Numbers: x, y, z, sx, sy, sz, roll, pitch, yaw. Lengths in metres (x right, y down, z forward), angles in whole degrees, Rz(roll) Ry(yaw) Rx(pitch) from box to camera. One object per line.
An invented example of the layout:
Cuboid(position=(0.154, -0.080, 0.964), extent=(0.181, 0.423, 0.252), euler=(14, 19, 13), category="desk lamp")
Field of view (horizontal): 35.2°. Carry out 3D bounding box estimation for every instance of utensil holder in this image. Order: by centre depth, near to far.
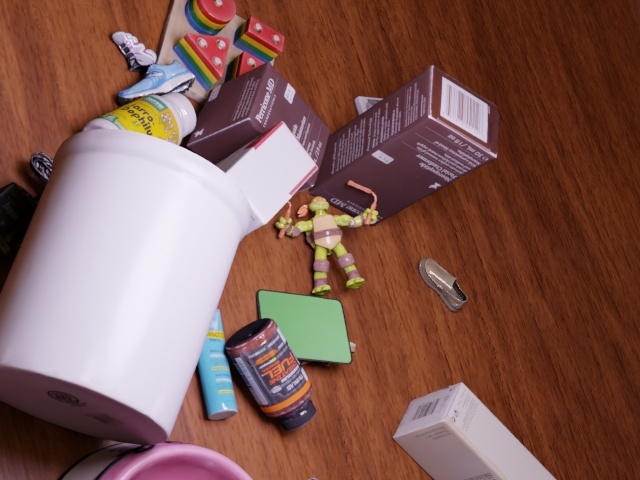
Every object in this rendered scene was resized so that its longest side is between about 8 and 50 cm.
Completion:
Cuboid(position=(-0.317, 0.077, 1.541), extent=(0.328, 0.328, 0.385), euler=(31, 61, -26), category="utensil holder")

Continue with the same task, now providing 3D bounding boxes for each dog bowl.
Cuboid(position=(-0.231, 0.495, 1.548), extent=(0.408, 0.150, 0.407), euler=(19, 57, -32), category="dog bowl")

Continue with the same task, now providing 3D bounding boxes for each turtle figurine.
Cuboid(position=(0.000, 0.000, 2.060), extent=(0.270, 0.087, 0.217), euler=(-7, 76, -20), category="turtle figurine")

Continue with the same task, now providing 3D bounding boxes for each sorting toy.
Cuboid(position=(-0.196, -0.396, 2.092), extent=(0.255, 0.089, 0.257), euler=(28, 53, -28), category="sorting toy")

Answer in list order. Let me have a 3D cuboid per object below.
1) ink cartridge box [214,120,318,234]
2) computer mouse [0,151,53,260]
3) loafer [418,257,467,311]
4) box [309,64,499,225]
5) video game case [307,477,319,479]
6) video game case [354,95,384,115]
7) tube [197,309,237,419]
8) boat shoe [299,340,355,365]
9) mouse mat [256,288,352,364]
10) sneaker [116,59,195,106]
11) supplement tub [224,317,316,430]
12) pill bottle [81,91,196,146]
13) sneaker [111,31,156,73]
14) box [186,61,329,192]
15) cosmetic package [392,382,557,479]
Cuboid(position=(-0.166, -0.075, 1.821), extent=(0.114, 0.273, 0.197), euler=(52, 45, -12), category="ink cartridge box")
Cuboid(position=(-0.488, -0.010, 1.662), extent=(0.184, 0.060, 0.262), euler=(53, 41, -17), category="computer mouse")
Cuboid(position=(0.281, 0.094, 2.279), extent=(0.148, 0.050, 0.056), euler=(48, 45, -11), category="loafer")
Cuboid(position=(0.165, -0.186, 2.090), extent=(0.191, 0.381, 0.143), euler=(25, 56, -29), category="box")
Cuboid(position=(0.037, 0.576, 1.815), extent=(0.210, 0.042, 0.232), euler=(32, 50, -25), category="video game case")
Cuboid(position=(0.177, -0.256, 2.393), extent=(0.190, 0.022, 0.173), euler=(-2, 70, -42), category="video game case")
Cuboid(position=(-0.194, 0.215, 1.806), extent=(0.080, 0.052, 0.207), euler=(15, 52, -49), category="tube")
Cuboid(position=(0.011, 0.224, 1.979), extent=(0.135, 0.050, 0.045), euler=(0, 71, -30), category="boat shoe")
Cuboid(position=(-0.031, 0.167, 1.955), extent=(0.190, 0.007, 0.152), euler=(10, 51, -25), category="mouse mat")
Cuboid(position=(-0.325, -0.301, 1.943), extent=(0.162, 0.063, 0.073), euler=(-28, 75, -31), category="sneaker")
Cuboid(position=(-0.083, 0.246, 1.830), extent=(0.106, 0.106, 0.197), euler=(-44, 110, -45), category="supplement tub")
Cuboid(position=(-0.328, -0.199, 1.852), extent=(0.208, 0.118, 0.117), euler=(-36, 94, -46), category="pill bottle")
Cuboid(position=(-0.367, -0.357, 1.958), extent=(0.098, 0.038, 0.069), euler=(30, 51, -26), category="sneaker")
Cuboid(position=(-0.118, -0.200, 1.971), extent=(0.203, 0.167, 0.168), euler=(45, 43, -33), category="box")
Cuboid(position=(0.315, 0.445, 2.048), extent=(0.309, 0.160, 0.113), euler=(46, 47, -12), category="cosmetic package")
